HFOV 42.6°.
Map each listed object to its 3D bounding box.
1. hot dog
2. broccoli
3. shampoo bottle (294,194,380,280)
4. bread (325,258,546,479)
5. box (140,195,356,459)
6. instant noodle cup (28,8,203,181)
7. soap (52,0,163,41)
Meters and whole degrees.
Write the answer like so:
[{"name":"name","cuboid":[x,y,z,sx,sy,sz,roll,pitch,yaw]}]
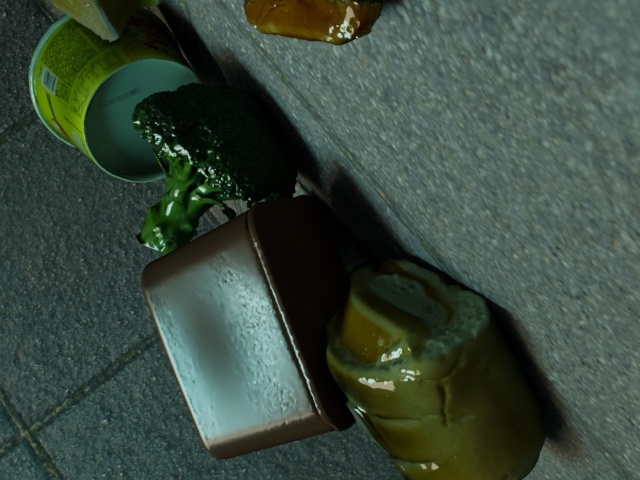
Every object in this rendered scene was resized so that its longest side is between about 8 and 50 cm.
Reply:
[{"name":"hot dog","cuboid":[-0.020,-0.231,0.755,0.115,0.072,0.269,59,167,-29]},{"name":"broccoli","cuboid":[-0.181,-0.109,1.339,0.298,0.297,0.297,23,-169,-5]},{"name":"shampoo bottle","cuboid":[0.000,0.000,1.418,0.262,0.085,0.085,48,169,28]},{"name":"bread","cuboid":[0.152,0.213,1.132,0.341,0.210,0.300,58,171,-30]},{"name":"box","cuboid":[-0.085,0.135,1.250,0.239,0.229,0.339,-15,-98,-66]},{"name":"instant noodle cup","cuboid":[-0.345,-0.253,1.485,0.221,0.311,0.311,45,167,45]},{"name":"soap","cuboid":[-0.427,-0.530,1.302,0.304,0.169,0.338,37,164,25]}]
